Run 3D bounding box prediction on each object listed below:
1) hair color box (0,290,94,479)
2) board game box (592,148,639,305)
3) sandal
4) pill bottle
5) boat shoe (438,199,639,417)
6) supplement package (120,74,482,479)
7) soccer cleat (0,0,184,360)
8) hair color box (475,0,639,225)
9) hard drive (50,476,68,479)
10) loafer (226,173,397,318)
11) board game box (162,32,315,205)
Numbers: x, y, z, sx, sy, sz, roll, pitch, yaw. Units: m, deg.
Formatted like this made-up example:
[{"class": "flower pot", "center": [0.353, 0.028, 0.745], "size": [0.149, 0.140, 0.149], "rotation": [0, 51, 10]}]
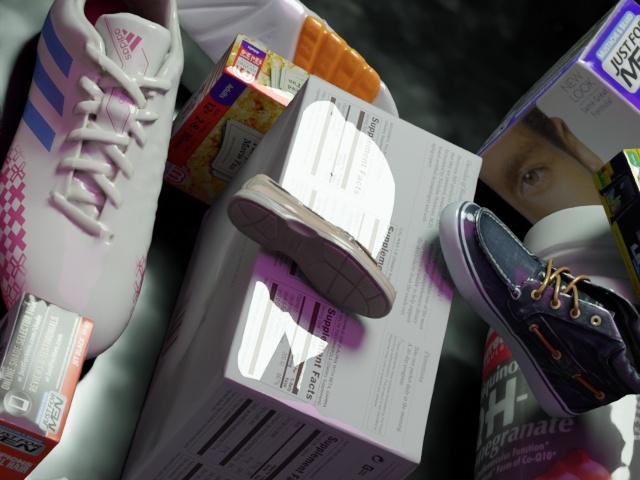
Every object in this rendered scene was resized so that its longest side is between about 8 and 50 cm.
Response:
[{"class": "hair color box", "center": [-0.207, 0.114, 1.219], "size": [0.053, 0.167, 0.093], "rotation": [24, 53, -16]}, {"class": "board game box", "center": [0.295, 0.012, 1.419], "size": [0.141, 0.048, 0.170], "rotation": [-6, 66, -30]}, {"class": "sandal", "center": [-0.033, -0.152, 1.526], "size": [0.265, 0.102, 0.076], "rotation": [51, 6, -9]}, {"class": "pill bottle", "center": [0.207, 0.138, 1.442], "size": [0.176, 0.176, 0.318], "rotation": [22, 53, -18]}, {"class": "boat shoe", "center": [0.158, 0.038, 1.298], "size": [0.183, 0.083, 0.065], "rotation": [54, 38, -21]}, {"class": "supplement package", "center": [-0.013, 0.061, 1.341], "size": [0.145, 0.204, 0.262], "rotation": [25, 52, -13]}, {"class": "soccer cleat", "center": [-0.163, -0.079, 1.378], "size": [0.116, 0.143, 0.331], "rotation": [16, 56, -22]}, {"class": "hair color box", "center": [0.312, -0.022, 1.595], "size": [0.339, 0.185, 0.110], "rotation": [42, 52, -2]}, {"class": "hard drive", "center": [-0.278, 0.289, 1.028], "size": [0.047, 0.233, 0.353], "rotation": [45, 50, 2]}, {"class": "loafer", "center": [0.000, 0.000, 1.227], "size": [0.125, 0.045, 0.039], "rotation": [35, 44, -1]}, {"class": "board game box", "center": [-0.015, -0.058, 1.451], "size": [0.193, 0.147, 0.045], "rotation": [28, 51, -13]}]
